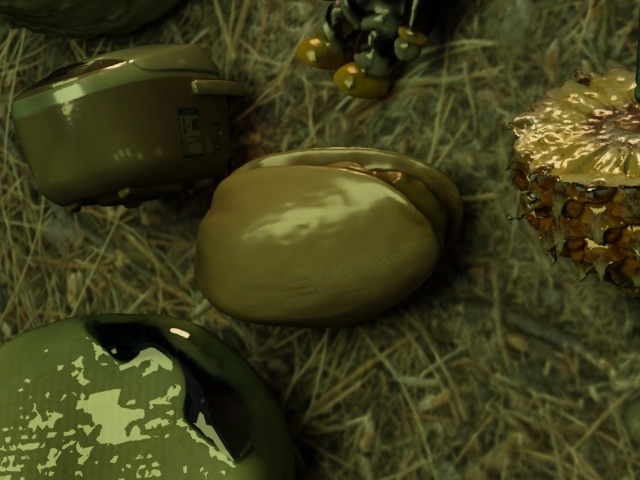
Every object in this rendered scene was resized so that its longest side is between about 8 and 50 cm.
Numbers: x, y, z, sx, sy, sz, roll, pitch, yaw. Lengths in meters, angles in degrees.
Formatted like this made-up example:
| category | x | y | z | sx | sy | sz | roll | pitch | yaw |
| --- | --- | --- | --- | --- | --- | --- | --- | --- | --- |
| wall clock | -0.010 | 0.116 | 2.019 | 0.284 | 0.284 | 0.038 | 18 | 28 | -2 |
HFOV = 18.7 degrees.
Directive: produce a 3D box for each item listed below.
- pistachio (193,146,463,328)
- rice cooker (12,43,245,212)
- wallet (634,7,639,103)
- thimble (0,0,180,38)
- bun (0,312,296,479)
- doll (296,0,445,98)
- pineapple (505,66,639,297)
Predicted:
| category | x | y | z | sx | sy | sz | roll | pitch | yaw |
| --- | --- | --- | --- | --- | --- | --- | --- | --- | --- |
| pistachio | 0.000 | 0.000 | 1.449 | 0.215 | 0.144 | 0.144 | -8 | 71 | 28 |
| rice cooker | -0.151 | -0.090 | 1.548 | 0.145 | 0.206 | 0.127 | -13 | 84 | 33 |
| wallet | 0.333 | -0.224 | 1.291 | 0.251 | 0.054 | 0.290 | -8 | 60 | 31 |
| thimble | -0.222 | -0.317 | 1.674 | 0.291 | 0.195 | 0.291 | -14 | 68 | 38 |
| bun | -0.144 | 0.198 | 1.473 | 0.283 | 0.179 | 0.283 | -6 | 65 | 14 |
| doll | 0.082 | -0.263 | 1.491 | 0.316 | 0.103 | 0.145 | -63 | 27 | 17 |
| pineapple | 0.214 | -0.020 | 1.312 | 0.176 | 0.137 | 0.161 | 16 | 41 | 33 |
